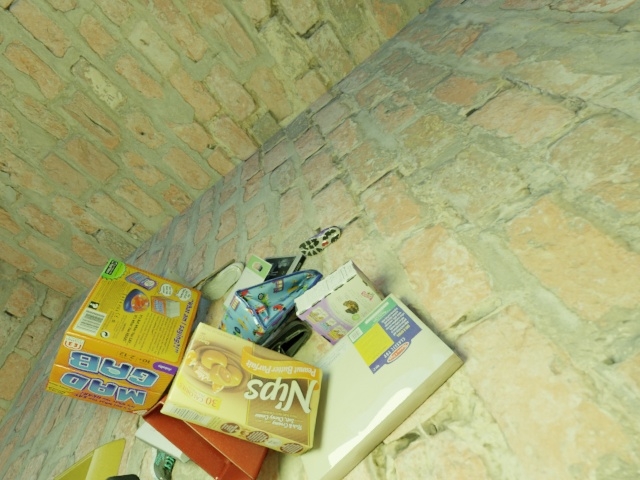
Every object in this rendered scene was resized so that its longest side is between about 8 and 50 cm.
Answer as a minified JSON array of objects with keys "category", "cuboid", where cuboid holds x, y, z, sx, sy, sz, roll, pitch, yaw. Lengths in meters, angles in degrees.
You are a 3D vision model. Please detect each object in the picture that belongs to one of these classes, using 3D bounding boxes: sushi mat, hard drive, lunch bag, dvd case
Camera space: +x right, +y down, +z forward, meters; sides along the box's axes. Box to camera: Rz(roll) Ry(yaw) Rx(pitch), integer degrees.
[{"category":"sushi mat","cuboid":[-0.492,0.163,1.797,0.152,0.019,0.316,-36,4,16]},{"category":"hard drive","cuboid":[-0.428,0.559,1.265,0.308,0.040,0.203,-10,26,44]},{"category":"lunch bag","cuboid":[-0.130,0.192,1.214,0.293,0.138,0.220,-29,-20,-42]},{"category":"dvd case","cuboid":[-0.178,0.136,1.571,0.239,0.029,0.179,-7,45,46]}]

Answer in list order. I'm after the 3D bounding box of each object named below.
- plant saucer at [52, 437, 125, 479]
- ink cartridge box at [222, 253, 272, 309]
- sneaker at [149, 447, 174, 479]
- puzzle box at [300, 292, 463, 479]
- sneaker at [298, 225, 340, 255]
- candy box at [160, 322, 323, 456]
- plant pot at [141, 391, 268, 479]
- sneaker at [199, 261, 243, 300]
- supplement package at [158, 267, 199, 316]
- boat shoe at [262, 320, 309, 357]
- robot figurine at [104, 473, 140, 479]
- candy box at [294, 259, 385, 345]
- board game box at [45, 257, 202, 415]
[{"category":"plant saucer","cuboid":[-0.834,0.875,1.364,0.333,0.081,0.332,-37,29,11]},{"category":"ink cartridge box","cuboid":[-0.261,0.183,1.527,0.171,0.056,0.234,22,79,53]},{"category":"sneaker","cuboid":[-0.464,0.653,1.221,0.076,0.065,0.166,-42,31,-5]},{"category":"puzzle box","cuboid":[0.099,0.334,0.954,0.409,0.052,0.272,-43,28,1]},{"category":"sneaker","cuboid":[0.000,0.000,1.516,0.170,0.068,0.071,-27,17,11]},{"category":"candy box","cuboid":[-0.159,0.330,0.899,0.087,0.317,0.182,-51,19,41]},{"category":"plant pot","cuboid":[-0.241,0.416,1.025,0.267,0.267,0.235,-43,6,49]},{"category":"sneaker","cuboid":[-0.430,0.178,1.787,0.235,0.090,0.094,-34,16,12]},{"category":"supplement package","cuboid":[-0.719,0.305,1.836,0.263,0.199,0.198,-36,31,13]},{"category":"boat shoe","cuboid":[-0.124,0.332,1.203,0.219,0.077,0.070,-46,28,-8]},{"category":"robot figurine","cuboid":[-0.421,0.671,0.912,0.278,0.174,0.208,39,126,33]},{"category":"candy box","cuboid":[0.058,0.171,1.099,0.196,0.165,0.070,-37,31,11]},{"category":"board game box","cuboid":[-0.701,0.356,1.488,0.356,0.357,0.356,-54,22,30]}]
